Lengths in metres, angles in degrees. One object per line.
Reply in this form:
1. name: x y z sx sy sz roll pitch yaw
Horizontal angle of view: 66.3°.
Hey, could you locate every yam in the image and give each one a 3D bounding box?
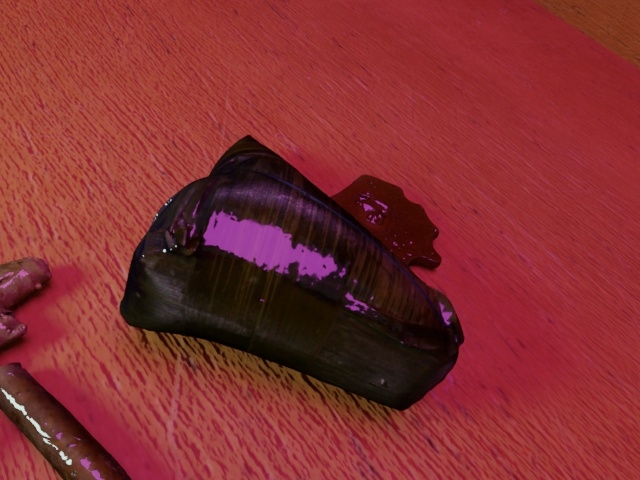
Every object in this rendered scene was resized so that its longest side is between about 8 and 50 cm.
1. yam: -0.250 0.221 0.503 0.264 0.046 0.046 36 49 17

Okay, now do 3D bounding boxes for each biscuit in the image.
1. biscuit: 0.115 -0.021 0.842 0.215 0.034 0.182 40 51 16

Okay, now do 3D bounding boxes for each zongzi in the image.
1. zongzi: 0.000 0.000 0.699 0.404 0.207 0.432 22 34 -4

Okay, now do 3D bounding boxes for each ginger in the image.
1. ginger: -0.388 0.120 0.535 0.089 0.075 0.288 21 38 -13
